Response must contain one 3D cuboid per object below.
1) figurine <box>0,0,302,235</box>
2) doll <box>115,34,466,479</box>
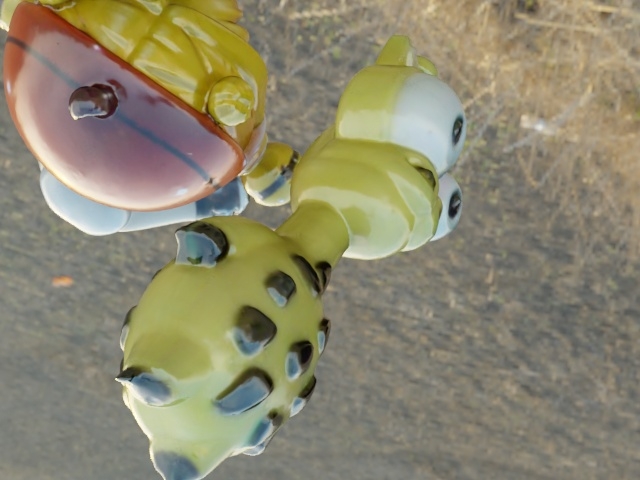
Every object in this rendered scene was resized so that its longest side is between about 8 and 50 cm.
[{"bbox_3d":[-0.160,-0.114,0.938,0.320,0.196,0.323,32,159,-3],"label":"figurine"},{"bbox_3d":[0.001,0.000,0.528,0.086,0.291,0.117,12,128,26],"label":"doll"}]
